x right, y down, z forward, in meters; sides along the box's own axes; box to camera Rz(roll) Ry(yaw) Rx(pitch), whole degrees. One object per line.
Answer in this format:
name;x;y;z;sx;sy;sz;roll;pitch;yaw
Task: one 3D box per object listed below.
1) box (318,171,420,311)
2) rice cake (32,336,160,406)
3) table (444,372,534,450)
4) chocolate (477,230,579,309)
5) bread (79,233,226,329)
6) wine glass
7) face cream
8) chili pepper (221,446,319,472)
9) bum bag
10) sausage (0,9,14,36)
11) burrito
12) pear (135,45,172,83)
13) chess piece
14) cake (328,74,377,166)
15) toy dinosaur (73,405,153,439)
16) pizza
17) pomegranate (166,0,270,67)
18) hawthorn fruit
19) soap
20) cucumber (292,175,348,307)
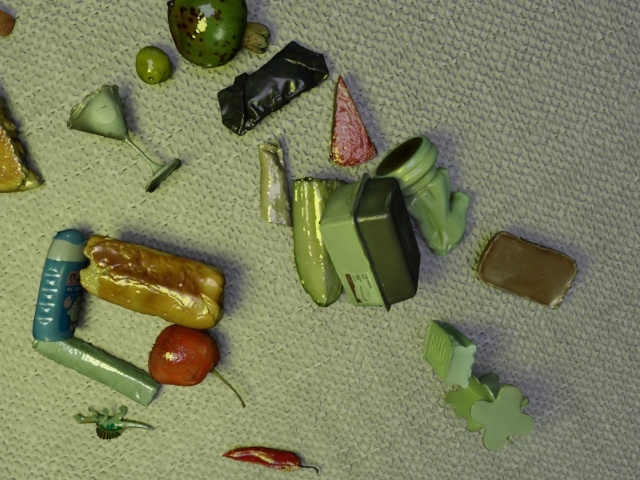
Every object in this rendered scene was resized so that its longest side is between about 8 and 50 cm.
box;0.125;0.002;1.023;0.166;0.220;0.290;-10;121;23
rice cake;-0.570;0.318;1.109;0.336;0.063;0.066;30;88;-6
table;0.423;0.414;1.127;0.166;0.198;0.167;0;95;-5
chocolate;0.545;0.068;1.169;0.261;0.083;0.161;23;109;-5
bread;-0.395;0.108;1.045;0.344;0.195;0.149;17;73;-5
wine glass;-0.457;-0.235;1.042;0.156;0.156;0.232;-44;101;0
face cream;-0.618;0.102;1.046;0.083;0.149;0.264;10;90;-9
chili pepper;-0.132;0.591;1.175;0.268;0.059;0.050;12;55;-3
bum bag;-0.123;-0.387;1.086;0.310;0.074;0.137;-36;83;-8
sausage;-0.822;-0.549;1.023;0.169;0.065;0.065;28;92;-5
burrito;-0.119;-0.141;1.111;0.087;0.060;0.226;-5;95;-5
pear;-0.404;-0.427;1.055;0.092;0.092;0.097;-3;77;-4
chess piece;0.284;-0.108;1.116;0.176;0.176;0.298;-42;109;0
cake;0.045;-0.286;1.100;0.116;0.086;0.220;-27;97;-4
toy dinosaur;-0.547;0.486;1.139;0.187;0.044;0.106;35;105;-19
pizza;-0.850;-0.211;1.037;0.268;0.087;0.258;-18;100;-2
pomegranate;-0.236;-0.504;1.024;0.248;0.202;0.202;9;94;-33
hawthorn fruit;-0.289;0.321;1.085;0.285;0.165;0.165;34;91;-5
soap;0.324;0.284;1.110;0.063;0.198;0.115;10;93;-3
cucumber;0.000;0.000;1.113;0.105;0.145;0.325;1;98;40
